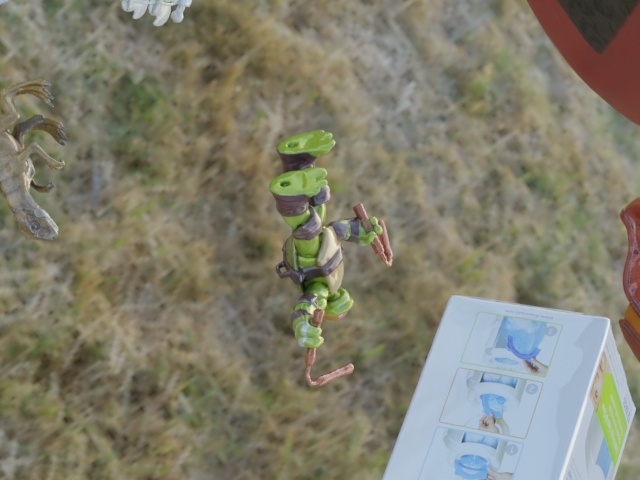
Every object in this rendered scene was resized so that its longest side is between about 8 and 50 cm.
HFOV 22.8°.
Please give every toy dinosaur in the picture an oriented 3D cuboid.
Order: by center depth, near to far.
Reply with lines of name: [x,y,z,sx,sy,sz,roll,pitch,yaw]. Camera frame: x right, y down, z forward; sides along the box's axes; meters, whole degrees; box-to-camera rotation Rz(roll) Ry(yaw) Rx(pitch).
toy dinosaur: [-0.275,-0.091,1.313,0.112,0.064,0.211,-35,65,-26]

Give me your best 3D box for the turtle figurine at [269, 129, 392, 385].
turtle figurine: [0.000,0.000,1.627,0.269,0.087,0.217,-60,146,-47]

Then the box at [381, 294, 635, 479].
box: [0.106,0.151,0.947,0.203,0.103,0.114,-66,150,-28]

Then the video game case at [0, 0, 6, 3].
video game case: [-0.535,-0.362,1.862,0.329,0.036,0.300,-30,129,-26]

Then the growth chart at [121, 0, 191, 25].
growth chart: [-0.201,-0.350,1.916,0.021,0.172,0.237,34,9,26]

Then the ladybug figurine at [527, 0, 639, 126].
ladybug figurine: [0.187,-0.155,0.721,0.305,0.162,0.449,54,0,4]

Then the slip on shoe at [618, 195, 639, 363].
slip on shoe: [0.341,0.094,1.516,0.123,0.101,0.331,29,52,-43]
